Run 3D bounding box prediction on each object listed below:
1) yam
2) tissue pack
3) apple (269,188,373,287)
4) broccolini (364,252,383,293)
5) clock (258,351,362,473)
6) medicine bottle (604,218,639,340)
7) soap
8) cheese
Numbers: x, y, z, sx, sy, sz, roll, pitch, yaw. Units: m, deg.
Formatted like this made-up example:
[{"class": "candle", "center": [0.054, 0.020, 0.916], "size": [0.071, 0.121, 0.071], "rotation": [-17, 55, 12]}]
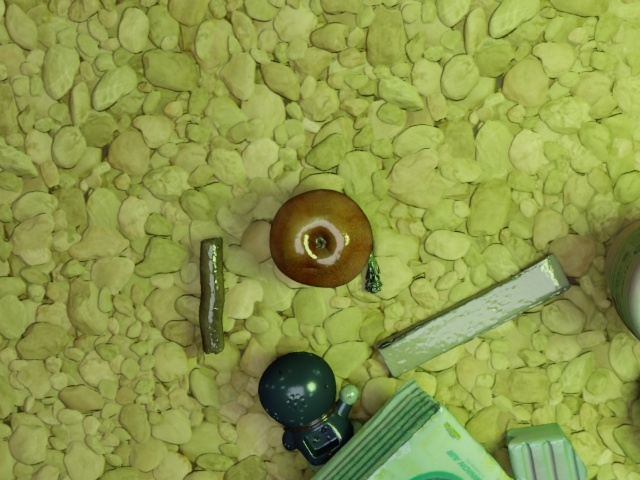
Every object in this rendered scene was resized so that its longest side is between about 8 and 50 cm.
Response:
[{"class": "yam", "center": [-0.221, 0.113, 1.815], "size": [0.057, 0.057, 0.241], "rotation": [1, 96, 6]}, {"class": "tissue pack", "center": [0.148, 0.504, 1.717], "size": [0.388, 0.162, 0.287], "rotation": [-44, 112, -4]}, {"class": "apple", "center": [0.000, 0.000, 1.718], "size": [0.201, 0.162, 0.201], "rotation": [1, 98, 7]}, {"class": "broccolini", "center": [0.098, 0.039, 1.788], "size": [0.035, 0.030, 0.139], "rotation": [-7, 94, 43]}, {"class": "clock", "center": [-0.018, 0.335, 1.786], "size": [0.200, 0.146, 0.243], "rotation": [-29, 102, 11]}, {"class": "medicine bottle", "center": [0.645, 0.074, 1.584], "size": [0.256, 0.325, 0.255], "rotation": [1, 100, 5]}, {"class": "soap", "center": [0.464, 0.493, 1.787], "size": [0.145, 0.091, 0.230], "rotation": [-10, 98, 10]}, {"class": "cheese", "center": [0.303, 0.153, 1.779], "size": [0.400, 0.034, 0.085], "rotation": [-29, 99, 10]}]
